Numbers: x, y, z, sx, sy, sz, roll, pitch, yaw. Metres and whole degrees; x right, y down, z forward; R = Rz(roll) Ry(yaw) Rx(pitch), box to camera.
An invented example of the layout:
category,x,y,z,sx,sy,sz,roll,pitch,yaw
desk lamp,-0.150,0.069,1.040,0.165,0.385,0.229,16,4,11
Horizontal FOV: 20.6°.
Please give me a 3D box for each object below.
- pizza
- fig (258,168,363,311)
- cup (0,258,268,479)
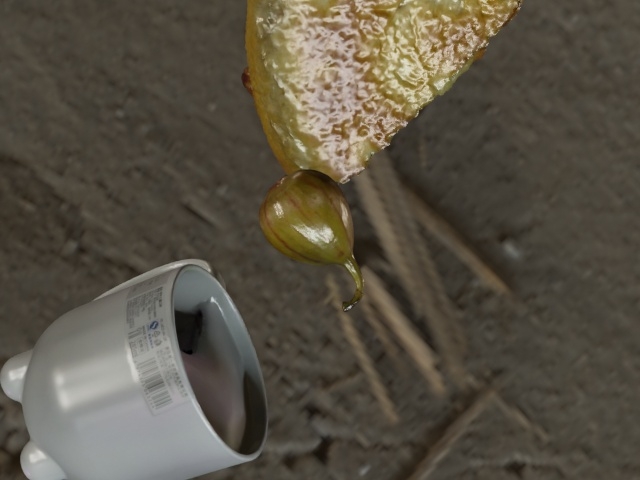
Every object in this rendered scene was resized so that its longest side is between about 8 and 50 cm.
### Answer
category,x,y,z,sx,sy,sz,roll,pitch,yaw
pizza,0.050,-0.191,1.385,0.226,0.336,0.086,-1,24,-22
fig,0.000,0.000,0.977,0.050,0.050,0.083,-41,102,-42
cup,-0.130,0.083,1.174,0.134,0.142,0.173,39,35,-58
